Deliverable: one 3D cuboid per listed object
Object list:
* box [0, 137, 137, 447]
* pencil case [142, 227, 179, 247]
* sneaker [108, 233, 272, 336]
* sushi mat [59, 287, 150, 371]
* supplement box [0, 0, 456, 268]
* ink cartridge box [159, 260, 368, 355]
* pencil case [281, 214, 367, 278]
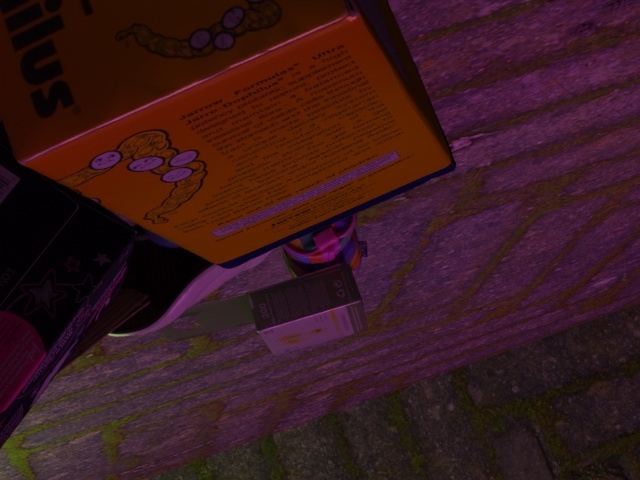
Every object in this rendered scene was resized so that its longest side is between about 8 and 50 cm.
[{"bbox_3d":[-0.286,0.064,1.137,0.247,0.163,0.142,-56,179,-24],"label":"box"},{"bbox_3d":[-0.131,-0.045,1.361,0.070,0.064,0.151,12,158,-11],"label":"pencil case"},{"bbox_3d":[-0.134,0.024,1.529,0.290,0.105,0.123,-27,170,33],"label":"sneaker"},{"bbox_3d":[-0.300,0.101,1.376,0.151,0.019,0.316,6,-160,19],"label":"sushi mat"},{"bbox_3d":[-0.061,-0.128,0.895,0.195,0.194,0.356,-24,165,8],"label":"supplement box"},{"bbox_3d":[-0.067,0.096,1.637,0.235,0.056,0.171,-17,165,0],"label":"ink cartridge box"},{"bbox_3d":[0.000,0.000,1.647,0.104,0.104,0.236,-21,165,0],"label":"pencil case"}]
